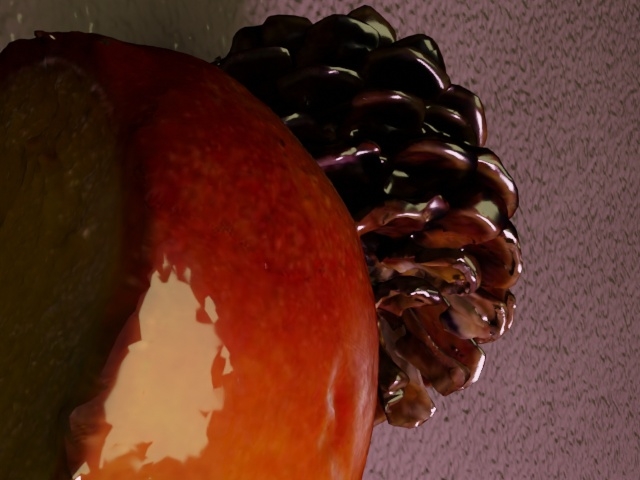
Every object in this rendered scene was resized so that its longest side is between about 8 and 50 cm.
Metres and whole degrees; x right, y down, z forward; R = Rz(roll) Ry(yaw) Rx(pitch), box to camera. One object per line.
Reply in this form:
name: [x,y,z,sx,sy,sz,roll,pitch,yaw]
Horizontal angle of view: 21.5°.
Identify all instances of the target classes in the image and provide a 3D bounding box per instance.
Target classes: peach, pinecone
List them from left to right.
peach: [-0.136,0.100,0.942,0.310,0.335,0.405,32,69,-51]
pinecone: [-0.003,0.001,1.182,0.242,0.296,0.298,11,121,-43]
